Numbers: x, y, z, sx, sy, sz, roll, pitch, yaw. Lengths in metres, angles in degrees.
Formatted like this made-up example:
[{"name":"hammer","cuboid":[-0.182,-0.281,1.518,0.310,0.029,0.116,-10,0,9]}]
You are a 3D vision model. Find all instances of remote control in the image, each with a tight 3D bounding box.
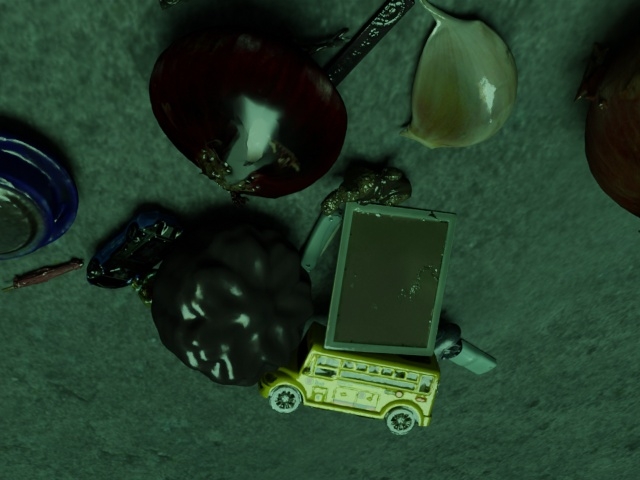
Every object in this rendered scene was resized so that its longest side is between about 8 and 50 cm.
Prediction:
[{"name":"remote control","cuboid":[0.342,0.273,1.663,0.061,0.029,0.162,-34,132,30]}]

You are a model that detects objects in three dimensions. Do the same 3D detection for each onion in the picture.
[{"name":"onion","cuboid":[-0.082,-0.194,0.967,0.273,0.285,0.273,23,164,7]},{"name":"onion","cuboid":[0.534,-0.164,1.009,0.354,0.353,0.353,-4,139,-3]}]

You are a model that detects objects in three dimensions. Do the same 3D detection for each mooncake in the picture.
[{"name":"mooncake","cuboid":[-0.140,0.105,1.231,0.283,0.283,0.141,35,167,-37]}]

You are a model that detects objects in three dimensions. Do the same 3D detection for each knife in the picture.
[{"name":"knife","cuboid":[0.000,0.000,1.310,0.044,0.023,0.162,7,137,-21]}]

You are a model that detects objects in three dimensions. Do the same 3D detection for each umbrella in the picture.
[{"name":"umbrella","cuboid":[-0.506,0.064,1.315,0.165,0.025,0.027,-17,119,8]}]

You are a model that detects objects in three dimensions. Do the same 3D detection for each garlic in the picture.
[{"name":"garlic","cuboid":[0.208,-0.241,1.023,0.149,0.128,0.266,-12,129,-12]}]

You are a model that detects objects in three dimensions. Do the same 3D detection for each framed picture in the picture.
[{"name":"framed picture","cuboid":[0.125,0.072,1.302,0.217,0.016,0.273,7,100,-14]}]

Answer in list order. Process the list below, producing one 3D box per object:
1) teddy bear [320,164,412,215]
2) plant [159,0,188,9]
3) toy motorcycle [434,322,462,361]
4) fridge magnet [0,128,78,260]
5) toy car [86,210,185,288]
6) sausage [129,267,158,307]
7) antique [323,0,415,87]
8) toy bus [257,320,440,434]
[{"name":"teddy bear","cuboid":[0.076,-0.090,1.184,0.160,0.077,0.119,-6,163,-34]},{"name":"plant","cuboid":[-0.161,-0.331,0.872,0.174,0.087,0.085,-9,174,-3]},{"name":"toy motorcycle","cuboid":[0.122,0.245,1.532,0.359,0.125,0.212,-28,133,20]},{"name":"fridge magnet","cuboid":[-0.508,-0.064,1.100,0.266,0.112,0.265,-5,140,-4]},{"name":"toy car","cuboid":[-0.325,0.018,1.252,0.216,0.063,0.103,-33,146,31]},{"name":"sausage","cuboid":[-0.187,0.115,1.334,0.372,0.082,0.082,20,133,-40]},{"name":"antique","cuboid":[0.056,-0.273,1.010,0.031,0.015,0.192,25,130,-31]},{"name":"toy bus","cuboid":[0.052,0.251,1.375,0.330,0.144,0.152,11,109,-4]}]
